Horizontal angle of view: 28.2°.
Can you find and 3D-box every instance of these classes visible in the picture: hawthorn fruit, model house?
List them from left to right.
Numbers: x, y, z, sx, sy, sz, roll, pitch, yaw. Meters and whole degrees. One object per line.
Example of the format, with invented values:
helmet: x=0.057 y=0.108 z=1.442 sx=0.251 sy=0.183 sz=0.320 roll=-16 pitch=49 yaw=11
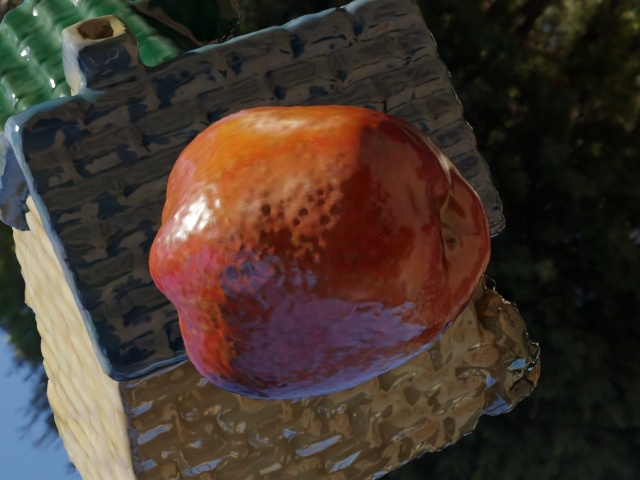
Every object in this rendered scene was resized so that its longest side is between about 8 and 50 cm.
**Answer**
model house: x=-0.082 y=-0.053 z=1.061 sx=0.395 sy=0.400 sz=0.445 roll=-23 pitch=-142 yaw=-19
hawthorn fruit: x=0.000 y=0.000 z=0.545 sx=0.133 sy=0.138 sz=0.132 roll=46 pitch=-144 yaw=-50

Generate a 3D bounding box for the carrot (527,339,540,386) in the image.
carrot: x=0.146 y=0.133 z=1.364 sx=0.082 sy=0.173 sz=0.082 roll=-2 pitch=-90 yaw=-70
